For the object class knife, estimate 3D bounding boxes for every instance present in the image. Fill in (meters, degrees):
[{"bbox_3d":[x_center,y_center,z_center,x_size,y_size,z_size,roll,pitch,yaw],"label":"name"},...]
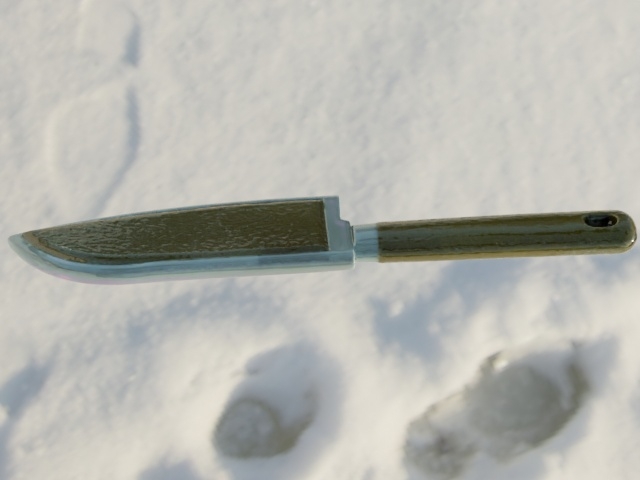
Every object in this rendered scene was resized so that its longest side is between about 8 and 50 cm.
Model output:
[{"bbox_3d":[0.000,-0.001,0.970,0.343,0.027,0.061,-4,37,-2],"label":"knife"}]
